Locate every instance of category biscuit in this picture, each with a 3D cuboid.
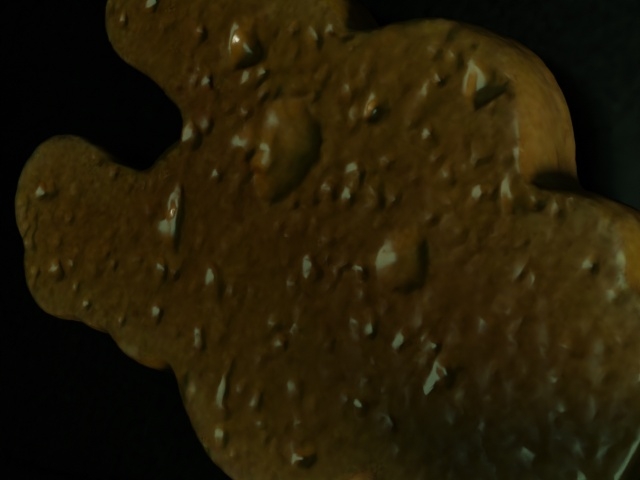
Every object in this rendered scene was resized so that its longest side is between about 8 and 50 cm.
[{"bbox_3d":[0.002,0.001,0.470,0.295,0.044,0.186,38,106,36],"label":"biscuit"}]
